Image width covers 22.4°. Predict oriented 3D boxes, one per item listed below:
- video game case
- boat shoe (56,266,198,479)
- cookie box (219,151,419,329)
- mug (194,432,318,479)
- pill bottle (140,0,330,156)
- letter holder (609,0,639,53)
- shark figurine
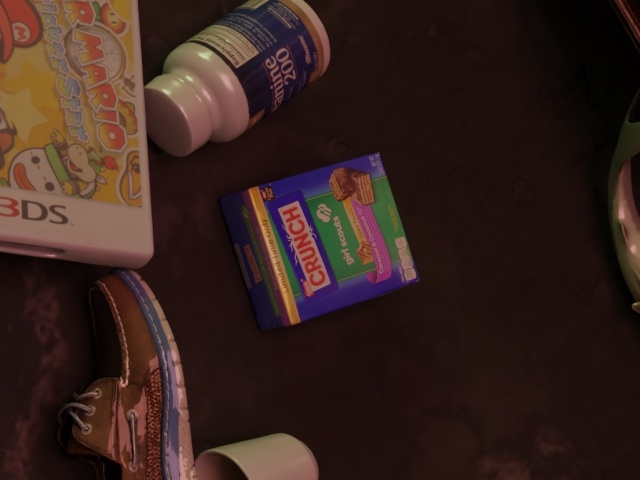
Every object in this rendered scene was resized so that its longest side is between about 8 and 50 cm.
[{"bbox_3d":[-0.196,-0.102,0.914,0.206,0.026,0.227,9,63,-32],"label":"video game case"},{"bbox_3d":[-0.113,0.106,0.925,0.066,0.066,0.183,-10,81,-26],"label":"boat shoe"},{"bbox_3d":[0.000,0.000,1.037,0.107,0.040,0.092,-18,91,-34],"label":"cookie box"},{"bbox_3d":[-0.038,0.151,0.979,0.064,0.078,0.062,-19,58,-43],"label":"mug"},{"bbox_3d":[-0.055,-0.103,1.007,0.120,0.067,0.067,-39,102,-33],"label":"pill bottle"},{"bbox_3d":[0.352,-0.201,1.185,0.302,0.152,0.214,-26,87,-50],"label":"letter holder"},{"bbox_3d":[0.281,0.027,1.203,0.278,0.166,0.116,50,30,6],"label":"shark figurine"}]
